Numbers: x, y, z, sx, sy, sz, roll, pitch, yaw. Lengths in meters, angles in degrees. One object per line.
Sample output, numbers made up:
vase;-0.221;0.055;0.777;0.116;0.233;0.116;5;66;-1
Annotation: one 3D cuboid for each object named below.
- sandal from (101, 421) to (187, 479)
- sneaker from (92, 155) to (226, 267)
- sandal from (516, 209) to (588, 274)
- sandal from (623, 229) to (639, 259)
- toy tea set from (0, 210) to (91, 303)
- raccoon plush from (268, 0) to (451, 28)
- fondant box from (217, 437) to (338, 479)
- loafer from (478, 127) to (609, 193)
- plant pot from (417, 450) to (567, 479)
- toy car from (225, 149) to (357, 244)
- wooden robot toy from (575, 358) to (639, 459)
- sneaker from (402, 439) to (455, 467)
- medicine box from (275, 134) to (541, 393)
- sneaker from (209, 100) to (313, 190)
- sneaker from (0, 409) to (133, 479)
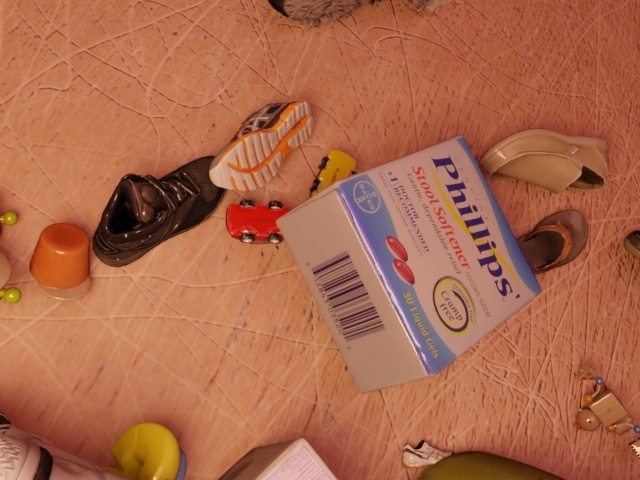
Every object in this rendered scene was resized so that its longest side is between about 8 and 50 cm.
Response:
sandal;-0.232;0.375;0.737;0.317;0.126;0.138;-55;133;-15
sneaker;-0.207;-0.058;0.893;0.227;0.130;0.087;-36;86;-29
sandal;0.378;0.006;1.099;0.219;0.060;0.090;-18;78;-23
sandal;0.658;0.096;1.148;0.302;0.086;0.120;37;24;10
toy tea set;-0.463;0.023;0.809;0.336;0.124;0.200;22;36;-6
raccoon plush;0.004;-0.538;1.153;0.446;0.216;0.299;5;51;-47
fondant box;0.018;0.389;0.741;0.096;0.238;0.330;-38;86;-26
loafer;0.404;-0.132;1.135;0.268;0.102;0.092;-4;66;-20
plant pot;0.277;0.399;0.773;0.274;0.293;0.275;7;73;-24
toy car;0.000;0.000;0.981;0.239;0.053;0.225;-32;83;-25
wooden robot toy;0.444;0.279;1.032;0.079;0.076;0.173;-38;85;9
sneaker;0.157;0.305;0.933;0.083;0.032;0.037;2;71;-18
medicine box;0.130;0.024;0.910;0.289;0.149;0.264;-25;88;-41
sneaker;-0.098;-0.144;0.976;0.083;0.084;0.215;16;41;31
sneaker;-0.285;0.269;0.650;0.210;0.366;0.137;37;65;-26
